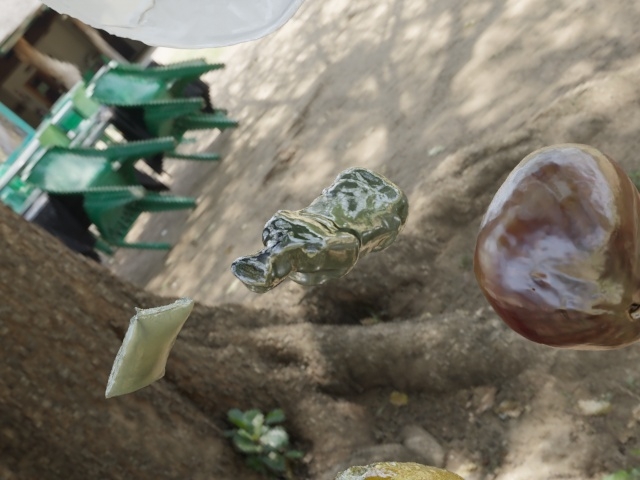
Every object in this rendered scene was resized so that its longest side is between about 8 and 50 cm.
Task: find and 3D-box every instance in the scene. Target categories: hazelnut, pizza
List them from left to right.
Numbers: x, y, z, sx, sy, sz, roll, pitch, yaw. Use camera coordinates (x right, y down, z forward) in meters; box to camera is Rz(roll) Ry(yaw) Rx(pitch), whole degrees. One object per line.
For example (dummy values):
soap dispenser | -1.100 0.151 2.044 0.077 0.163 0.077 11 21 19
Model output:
pizza | 0.104 0.376 1.094 0.226 0.335 0.086 -39 43 12
hazelnut | 0.233 0.012 0.816 0.178 0.204 0.178 -1 28 1

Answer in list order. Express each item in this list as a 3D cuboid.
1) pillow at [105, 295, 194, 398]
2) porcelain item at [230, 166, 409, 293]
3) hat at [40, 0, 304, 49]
pillow | -0.280 0.176 1.416 0.119 0.053 0.208 -24 -30 -46
porcelain item | 0.000 0.000 0.714 0.216 0.081 0.069 -33 -29 -59
hat | -0.085 -0.210 0.480 0.203 0.203 0.126 -27 50 50
